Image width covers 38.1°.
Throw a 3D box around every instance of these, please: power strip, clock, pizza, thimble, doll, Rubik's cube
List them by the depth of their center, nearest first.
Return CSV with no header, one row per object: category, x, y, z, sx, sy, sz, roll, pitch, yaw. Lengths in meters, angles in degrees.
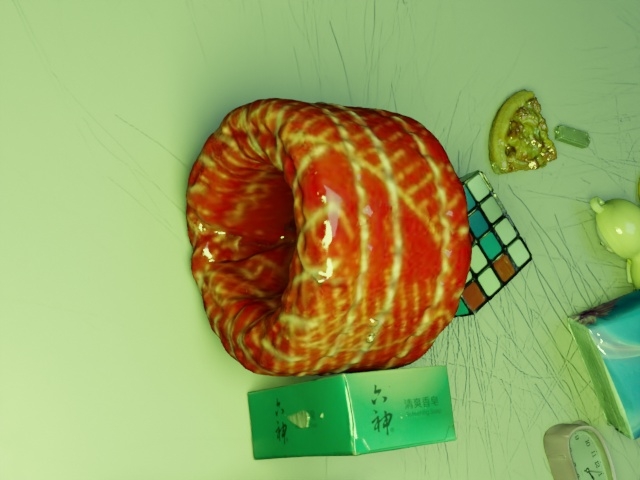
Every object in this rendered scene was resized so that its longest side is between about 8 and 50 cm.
thimble,0.000,0.000,1.119,0.230,0.350,0.351,-3,80,-32
Rubik's cube,0.179,0.013,1.340,0.155,0.151,0.154,-37,100,-32
clock,0.422,0.360,1.470,0.110,0.050,0.153,-16,87,-34
pizza,0.345,-0.173,1.549,0.134,0.046,0.175,26,66,-25
doll,0.565,0.031,1.609,0.296,0.117,0.141,40,43,-7
power strip,0.440,-0.183,1.628,0.083,0.017,0.027,11,72,-30

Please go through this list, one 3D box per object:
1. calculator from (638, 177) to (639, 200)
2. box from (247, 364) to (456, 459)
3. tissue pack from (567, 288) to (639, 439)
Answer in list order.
calculator,0.680,-0.053,1.740,0.234,0.032,0.146,35,63,-19
box,0.031,0.215,1.143,0.153,0.244,0.092,0,78,-33
tissue pack,0.564,0.171,1.482,0.263,0.146,0.198,-22,92,0
